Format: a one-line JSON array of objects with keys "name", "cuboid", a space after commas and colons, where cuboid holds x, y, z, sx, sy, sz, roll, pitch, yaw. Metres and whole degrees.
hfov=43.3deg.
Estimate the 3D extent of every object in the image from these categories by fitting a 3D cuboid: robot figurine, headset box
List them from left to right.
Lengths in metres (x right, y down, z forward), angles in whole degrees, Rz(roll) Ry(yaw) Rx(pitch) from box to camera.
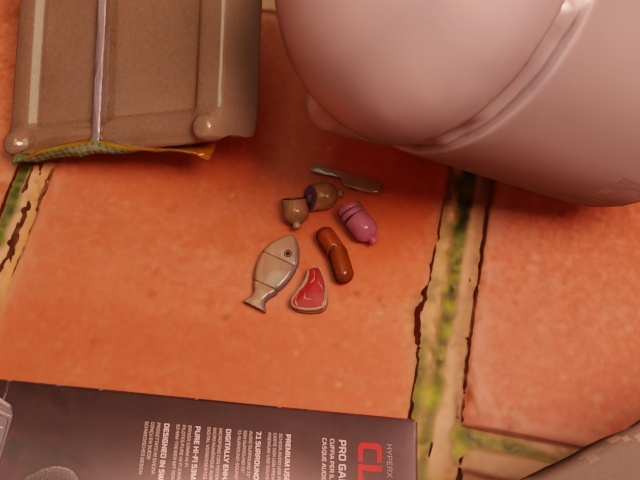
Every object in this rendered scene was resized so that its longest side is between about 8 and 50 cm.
[{"name": "headset box", "cuboid": [-0.074, 0.196, 0.412, 0.293, 0.110, 0.218, 9, 65, -12]}, {"name": "robot figurine", "cuboid": [0.121, -0.136, 0.476, 0.353, 0.300, 0.199, 12, 58, -34]}]

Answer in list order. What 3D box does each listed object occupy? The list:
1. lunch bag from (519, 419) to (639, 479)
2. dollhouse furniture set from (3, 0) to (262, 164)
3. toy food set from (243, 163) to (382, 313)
[{"name": "lunch bag", "cuboid": [0.245, 0.217, 0.391, 0.235, 0.169, 0.287, -23, 63, -7]}, {"name": "dollhouse furniture set", "cuboid": [-0.115, -0.199, 0.640, 0.198, 0.151, 0.301, -1, 84, 25]}, {"name": "toy food set", "cuboid": [0.000, 0.000, 0.573, 0.078, 0.019, 0.122, 16, 69, 9]}]
